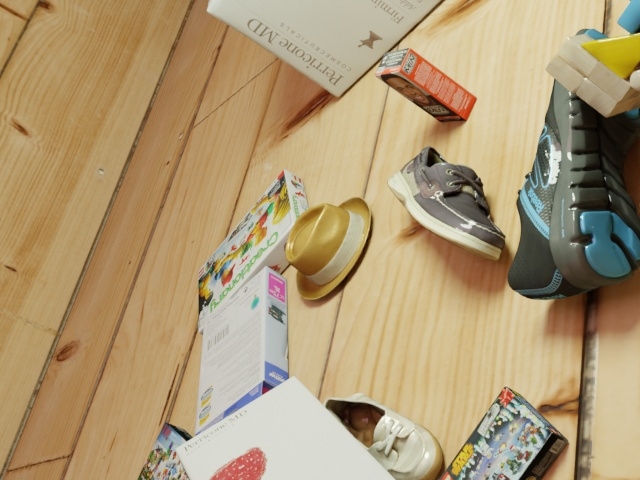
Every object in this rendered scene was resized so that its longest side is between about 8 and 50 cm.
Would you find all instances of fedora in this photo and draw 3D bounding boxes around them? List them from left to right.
[{"bbox_3d":[0.000,0.000,1.353,0.194,0.079,0.194,-41,32,33],"label":"fedora"}]

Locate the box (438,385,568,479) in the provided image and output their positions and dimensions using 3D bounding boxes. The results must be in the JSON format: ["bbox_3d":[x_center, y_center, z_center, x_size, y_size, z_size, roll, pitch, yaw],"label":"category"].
[{"bbox_3d":[0.185,0.232,0.853,0.137,0.027,0.094,-57,25,7],"label":"box"}]

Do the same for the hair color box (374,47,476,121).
[{"bbox_3d":[0.158,-0.231,1.235,0.072,0.141,0.043,10,72,63],"label":"hair color box"}]

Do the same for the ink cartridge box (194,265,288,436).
[{"bbox_3d":[-0.132,0.210,1.392,0.185,0.065,0.311,-41,29,28],"label":"ink cartridge box"}]

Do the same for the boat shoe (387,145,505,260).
[{"bbox_3d":[0.171,-0.060,1.092,0.092,0.102,0.285,-60,20,12],"label":"boat shoe"}]

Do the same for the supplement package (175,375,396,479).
[{"bbox_3d":[-0.017,0.310,0.899,0.177,0.175,0.293,-30,23,-14],"label":"supplement package"}]

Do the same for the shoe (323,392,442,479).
[{"bbox_3d":[0.070,0.241,1.011,0.077,0.058,0.219,-63,26,-5],"label":"shoe"}]

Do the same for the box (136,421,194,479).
[{"bbox_3d":[-0.251,0.422,1.411,0.233,0.044,0.159,8,71,62],"label":"box"}]

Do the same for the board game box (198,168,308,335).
[{"bbox_3d":[-0.133,0.029,1.587,0.305,0.053,0.193,-48,29,23],"label":"board game box"}]

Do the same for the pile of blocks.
[{"bbox_3d":[0.392,-0.191,0.740,0.362,0.112,0.149,8,110,43],"label":"pile of blocks"}]

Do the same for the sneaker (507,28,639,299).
[{"bbox_3d":[0.275,-0.092,0.915,0.139,0.125,0.341,-36,31,55],"label":"sneaker"}]

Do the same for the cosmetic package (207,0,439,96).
[{"bbox_3d":[0.039,-0.568,1.572,0.393,0.329,0.328,-39,34,38],"label":"cosmetic package"}]
